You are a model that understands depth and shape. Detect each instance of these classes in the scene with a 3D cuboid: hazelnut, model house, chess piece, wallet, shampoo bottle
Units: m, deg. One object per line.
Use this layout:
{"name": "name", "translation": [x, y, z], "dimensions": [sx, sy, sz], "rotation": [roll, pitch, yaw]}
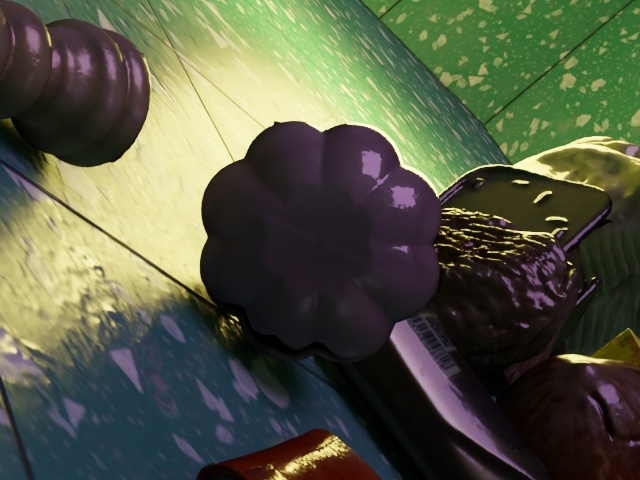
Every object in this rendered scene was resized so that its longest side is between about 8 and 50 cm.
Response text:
{"name": "hazelnut", "translation": [0.216, 0.182, 1.413], "dimensions": [0.182, 0.182, 0.182], "rotation": [47, 12, -13]}
{"name": "model house", "translation": [0.221, 0.090, 1.840], "dimensions": [0.205, 0.218, 0.279], "rotation": [17, -48, 42]}
{"name": "chess piece", "translation": [-0.186, -0.107, 0.994], "dimensions": [0.094, 0.094, 0.170], "rotation": [55, 16, 25]}
{"name": "wallet", "translation": [0.008, 0.176, 0.925], "dimensions": [0.142, 0.045, 0.204], "rotation": [52, 11, 11]}
{"name": "shampoo bottle", "translation": [0.113, 0.162, 1.276], "dimensions": [0.350, 0.084, 0.125], "rotation": [53, 14, 11]}

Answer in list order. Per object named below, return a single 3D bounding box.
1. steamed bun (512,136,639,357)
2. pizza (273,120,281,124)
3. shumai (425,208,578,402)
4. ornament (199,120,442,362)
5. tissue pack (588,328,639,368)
{"name": "steamed bun", "translation": [0.347, -0.012, 2.093], "dimensions": [0.394, 0.347, 0.237], "rotation": [17, 36, -28]}
{"name": "pizza", "translation": [-0.023, -0.101, 1.767], "dimensions": [0.083, 0.016, 0.037], "rotation": [50, 5, 5]}
{"name": "shumai", "translation": [0.114, 0.083, 1.463], "dimensions": [0.184, 0.218, 0.185], "rotation": [-119, -157, -61]}
{"name": "ornament", "translation": [0.000, 0.001, 1.150], "dimensions": [0.177, 0.177, 0.177], "rotation": [47, 12, -13]}
{"name": "tissue pack", "translation": [0.259, 0.178, 1.544], "dimensions": [0.095, 0.176, 0.062], "rotation": [46, 13, -25]}
